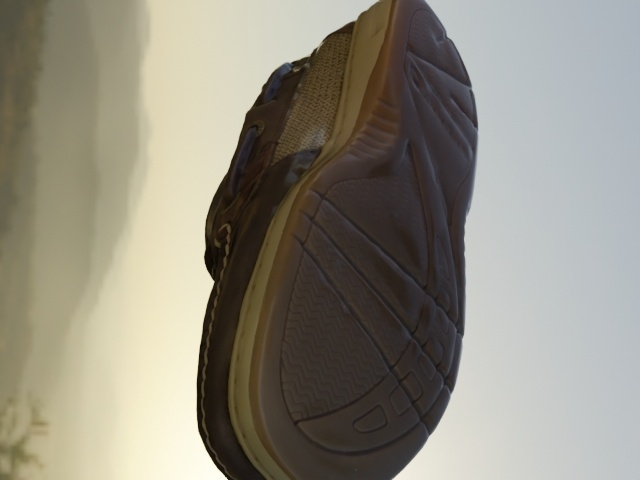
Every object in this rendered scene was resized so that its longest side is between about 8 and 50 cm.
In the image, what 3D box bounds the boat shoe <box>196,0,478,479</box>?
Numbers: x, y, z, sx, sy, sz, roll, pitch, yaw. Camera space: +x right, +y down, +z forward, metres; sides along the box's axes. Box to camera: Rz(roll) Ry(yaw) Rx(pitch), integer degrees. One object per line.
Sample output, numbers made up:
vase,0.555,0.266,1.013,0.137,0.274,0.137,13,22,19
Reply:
boat shoe,0.000,0.000,0.595,0.103,0.092,0.285,50,34,-27
